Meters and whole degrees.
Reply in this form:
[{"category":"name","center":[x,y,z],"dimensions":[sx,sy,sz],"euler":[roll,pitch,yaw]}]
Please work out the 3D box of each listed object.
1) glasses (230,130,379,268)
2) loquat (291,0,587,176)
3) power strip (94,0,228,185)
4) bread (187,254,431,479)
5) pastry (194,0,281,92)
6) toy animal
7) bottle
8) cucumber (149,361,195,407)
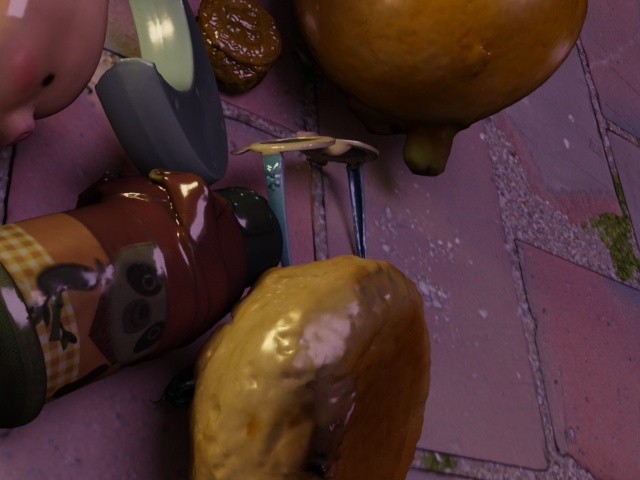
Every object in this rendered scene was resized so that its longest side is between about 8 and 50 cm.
[{"category":"glasses","center":[0.026,-0.009,0.835],"dimensions":[0.190,0.088,0.220],"euler":[-3,69,-64]},{"category":"loquat","center":[0.125,-0.251,0.959],"dimensions":[0.328,0.328,0.359],"euler":[2,92,-43]},{"category":"power strip","center":[-0.131,-0.135,0.758],"dimensions":[0.253,0.054,0.167],"euler":[-97,170,-56]},{"category":"bread","center":[-0.012,0.128,0.663],"dimensions":[0.244,0.134,0.244],"euler":[-29,127,-49]},{"category":"pastry","center":[-0.090,-0.207,0.902],"dimensions":[0.097,0.057,0.109],"euler":[3,61,-37]},{"category":"toy animal","center":[-0.270,-0.146,0.587],"dimensions":[0.256,0.195,0.213],"euler":[14,64,-42]},{"category":"bottle","center":[-0.141,0.019,0.630],"dimensions":[0.271,0.156,0.143],"euler":[-23,75,-44]},{"category":"cucumber","center":[-0.073,0.107,0.730],"dimensions":[0.168,0.039,0.039],"euler":[-23,83,-50]}]
